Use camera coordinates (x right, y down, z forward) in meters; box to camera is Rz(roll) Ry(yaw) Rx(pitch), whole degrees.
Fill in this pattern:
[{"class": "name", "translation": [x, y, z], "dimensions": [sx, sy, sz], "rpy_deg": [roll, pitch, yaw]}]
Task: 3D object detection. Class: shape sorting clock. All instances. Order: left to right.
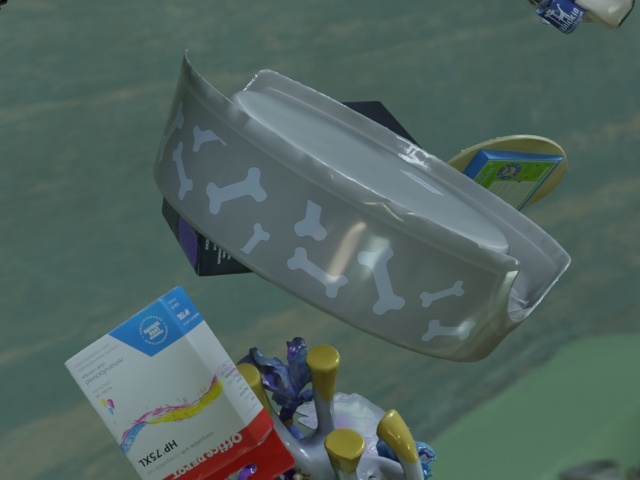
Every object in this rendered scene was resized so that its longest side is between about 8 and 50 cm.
[{"class": "shape sorting clock", "translation": [0.266, -0.095, 2.418], "dimensions": [0.206, 0.206, 0.040], "rpy_deg": [28, 39, -52]}]

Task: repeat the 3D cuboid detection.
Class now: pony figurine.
[{"class": "pony figurine", "translation": [0.006, 0.286, 2.051], "dimensions": [0.303, 0.351, 0.363], "rpy_deg": [-42, 137, -22]}]

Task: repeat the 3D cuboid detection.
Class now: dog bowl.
[{"class": "dog bowl", "translation": [0.024, -0.025, 1.282], "dimensions": [0.349, 0.349, 0.102], "rpy_deg": [12, 112, -56]}]

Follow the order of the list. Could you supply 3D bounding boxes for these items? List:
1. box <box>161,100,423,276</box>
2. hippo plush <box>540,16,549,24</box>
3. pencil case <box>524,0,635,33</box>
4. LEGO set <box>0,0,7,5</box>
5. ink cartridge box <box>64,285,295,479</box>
[{"class": "box", "translation": [-0.032, -0.065, 1.886], "dimensions": [0.270, 0.165, 0.143], "rpy_deg": [-4, 120, -21]}, {"class": "hippo plush", "translation": [0.370, -0.466, 2.052], "dimensions": [0.294, 0.236, 0.234], "rpy_deg": [-33, 88, -42]}, {"class": "pencil case", "translation": [0.279, -0.372, 1.345], "dimensions": [0.183, 0.160, 0.410], "rpy_deg": [9, 119, -53]}, {"class": "LEGO set", "translation": [-0.157, -0.281, 1.118], "dimensions": [0.192, 0.331, 0.255], "rpy_deg": [46, 23, -27]}, {"class": "ink cartridge box", "translation": [-0.145, 0.182, 1.716], "dimensions": [0.231, 0.134, 0.078], "rpy_deg": [56, 15, -1]}]
